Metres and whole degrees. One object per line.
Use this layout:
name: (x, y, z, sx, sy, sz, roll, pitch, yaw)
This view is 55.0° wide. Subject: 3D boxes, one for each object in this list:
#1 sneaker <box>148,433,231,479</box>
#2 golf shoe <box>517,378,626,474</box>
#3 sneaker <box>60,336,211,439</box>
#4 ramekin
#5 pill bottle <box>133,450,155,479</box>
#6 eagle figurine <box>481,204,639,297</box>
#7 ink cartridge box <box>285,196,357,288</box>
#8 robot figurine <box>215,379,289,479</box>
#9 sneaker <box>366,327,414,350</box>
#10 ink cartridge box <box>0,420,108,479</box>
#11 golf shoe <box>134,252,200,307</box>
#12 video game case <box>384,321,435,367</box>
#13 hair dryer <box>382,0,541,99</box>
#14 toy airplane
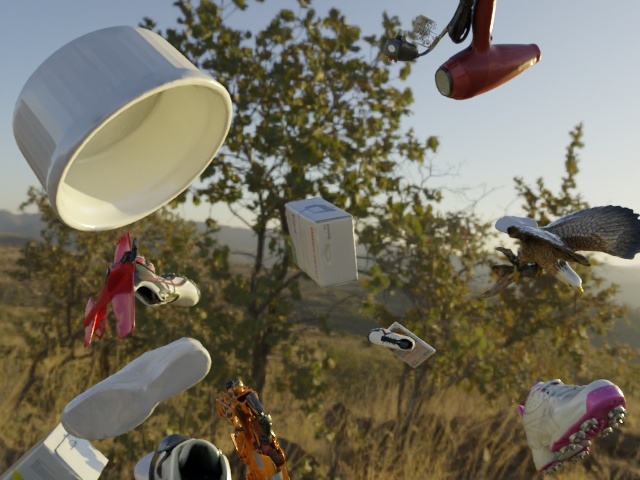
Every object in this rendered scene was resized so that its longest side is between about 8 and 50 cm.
sneaker: (-0.194, 0.362, 0.963, 0.122, 0.146, 0.330, 7, 8, -22)
golf shoe: (0.398, 0.285, 1.025, 0.115, 0.140, 0.306, -15, -34, -11)
sneaker: (-0.266, 0.205, 0.882, 0.212, 0.080, 0.094, -25, 25, -22)
ramekin: (-0.270, -0.153, 0.838, 0.135, 0.277, 0.277, 47, 11, 14)
pill bottle: (-0.322, 0.570, 1.321, 0.121, 0.216, 0.121, -6, 12, 1)
eagle figurine: (0.503, 0.015, 1.304, 0.225, 0.226, 0.298, 27, -30, -1)
ink cartridge box: (0.000, 0.000, 1.395, 0.093, 0.154, 0.212, -11, 17, -16)
robot figurine: (-0.167, 0.478, 1.495, 0.085, 0.291, 0.211, -26, 13, -28)
sneaker: (0.155, 0.217, 1.348, 0.109, 0.040, 0.044, 10, -6, 1)
ink cartridge box: (-0.522, 0.457, 1.164, 0.127, 0.176, 0.128, 47, 0, -7)
golf shoe: (-0.445, 0.144, 1.703, 0.105, 0.120, 0.273, -38, -43, 20)
video game case: (0.210, 0.260, 1.523, 0.122, 0.087, 0.011, 36, 41, -4)
hair dryer: (0.263, -0.326, 0.988, 0.293, 0.080, 0.223, 12, -50, -43)
toy airplane: (-0.231, 0.057, 0.675, 0.028, 0.151, 0.151, 15, -7, -31)
